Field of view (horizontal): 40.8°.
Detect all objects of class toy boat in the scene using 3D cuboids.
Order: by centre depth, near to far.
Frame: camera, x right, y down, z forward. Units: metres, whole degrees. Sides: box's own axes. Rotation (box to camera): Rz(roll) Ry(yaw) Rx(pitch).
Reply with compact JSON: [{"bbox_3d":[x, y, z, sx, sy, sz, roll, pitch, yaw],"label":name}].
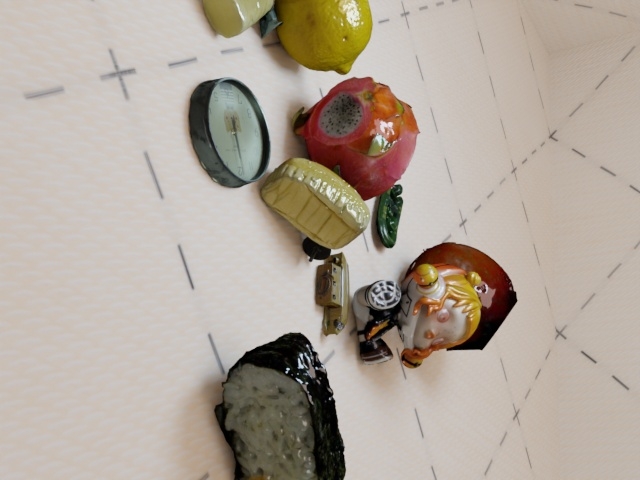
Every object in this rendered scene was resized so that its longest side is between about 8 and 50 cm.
[{"bbox_3d":[0.028,0.121,1.969,0.077,0.057,0.200,25,60,-49],"label":"toy boat"},{"bbox_3d":[0.185,-0.068,2.305,0.104,0.052,0.210,54,37,-41],"label":"toy boat"}]

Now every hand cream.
[{"bbox_3d":[-0.130,-0.583,1.919,0.075,0.052,0.248,145,-67,-77],"label":"hand cream"}]

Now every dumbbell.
[{"bbox_3d":[0.000,0.000,1.947,0.069,0.069,0.147,61,35,-29],"label":"dumbbell"}]

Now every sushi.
[{"bbox_3d":[-0.065,0.351,1.592,0.171,0.211,0.350,-37,118,-62],"label":"sushi"}]

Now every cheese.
[{"bbox_3d":[-0.168,-0.506,1.798,0.167,0.094,0.123,-54,139,-51],"label":"cheese"}]

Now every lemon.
[{"bbox_3d":[0.007,-0.505,1.972,0.228,0.228,0.253,-65,144,-46],"label":"lemon"}]

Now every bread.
[{"bbox_3d":[-0.007,-0.086,1.856,0.236,0.140,0.106,36,43,-17],"label":"bread"}]

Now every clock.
[{"bbox_3d":[-0.178,-0.219,1.735,0.226,0.049,0.226,29,55,-53],"label":"clock"}]

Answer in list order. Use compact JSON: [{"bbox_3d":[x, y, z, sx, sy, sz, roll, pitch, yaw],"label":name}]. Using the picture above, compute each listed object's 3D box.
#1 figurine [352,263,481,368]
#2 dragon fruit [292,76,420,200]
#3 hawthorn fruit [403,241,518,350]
[{"bbox_3d":[0.246,0.164,2.071,0.196,0.323,0.320,-112,-159,-47],"label":"figurine"},{"bbox_3d":[0.076,-0.239,1.956,0.189,0.290,0.291,30,55,-45],"label":"dragon fruit"},{"bbox_3d":[0.376,0.152,2.315,0.316,0.316,0.316,27,58,-54],"label":"hawthorn fruit"}]
